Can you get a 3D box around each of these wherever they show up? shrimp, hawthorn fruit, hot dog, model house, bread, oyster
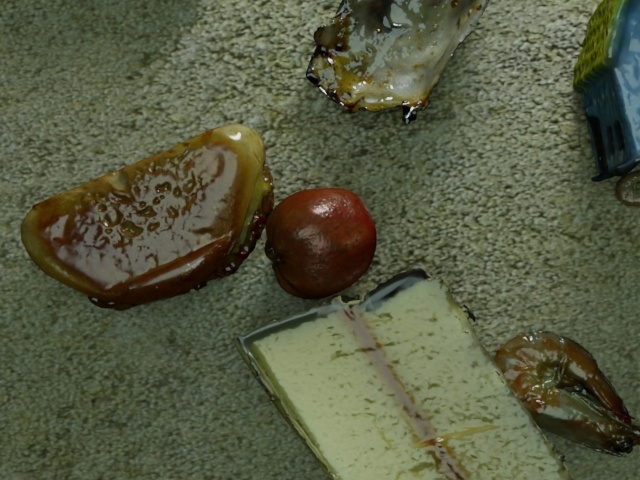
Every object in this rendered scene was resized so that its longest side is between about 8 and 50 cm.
[{"bbox_3d":[0.416,0.254,1.694,0.294,0.062,0.154,31,85,3],"label":"shrimp"},{"bbox_3d":[0.536,-0.085,1.711,0.108,0.023,0.059,-2,81,1],"label":"shrimp"},{"bbox_3d":[0.000,0.000,1.659,0.189,0.189,0.189,0,90,2],"label":"hawthorn fruit"},{"bbox_3d":[-0.250,-0.018,1.655,0.405,0.185,0.223,-24,87,2],"label":"hot dog"},{"bbox_3d":[0.505,-0.262,1.605,0.215,0.237,0.303,-12,89,2],"label":"model house"},{"bbox_3d":[0.132,0.265,1.571,0.345,0.242,0.405,-29,53,-8],"label":"bread"},{"bbox_3d":[0.137,-0.359,1.693,0.221,0.096,0.361,32,91,7],"label":"oyster"}]

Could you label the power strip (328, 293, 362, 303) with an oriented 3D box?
[{"bbox_3d":[0.024,0.151,1.683,0.076,0.028,0.169,15,117,-28],"label":"power strip"}]
